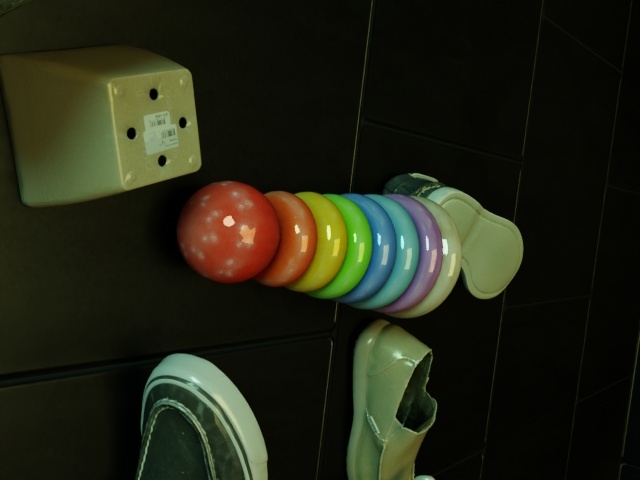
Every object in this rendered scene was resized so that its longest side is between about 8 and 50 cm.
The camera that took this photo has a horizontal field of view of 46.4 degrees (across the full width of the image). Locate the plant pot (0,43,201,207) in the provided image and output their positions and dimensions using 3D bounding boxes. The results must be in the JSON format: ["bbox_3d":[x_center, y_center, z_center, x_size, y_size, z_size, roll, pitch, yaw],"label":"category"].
[{"bbox_3d":[-0.147,-0.083,0.534,0.109,0.096,0.109,-24,116,-49],"label":"plant pot"}]

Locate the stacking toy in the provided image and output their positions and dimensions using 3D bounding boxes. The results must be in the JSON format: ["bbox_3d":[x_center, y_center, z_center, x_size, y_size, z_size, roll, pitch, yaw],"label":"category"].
[{"bbox_3d":[0.000,0.000,0.739,0.330,0.141,0.141,11,89,-48],"label":"stacking toy"}]

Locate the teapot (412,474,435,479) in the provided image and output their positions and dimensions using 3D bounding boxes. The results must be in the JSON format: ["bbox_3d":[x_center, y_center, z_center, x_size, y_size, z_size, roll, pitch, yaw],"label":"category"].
[{"bbox_3d":[0.065,0.450,0.868,0.187,0.256,0.252,-137,-153,-85],"label":"teapot"}]

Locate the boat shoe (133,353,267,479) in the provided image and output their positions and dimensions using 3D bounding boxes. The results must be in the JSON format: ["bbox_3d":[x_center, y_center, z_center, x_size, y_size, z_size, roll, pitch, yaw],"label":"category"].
[{"bbox_3d":[-0.116,0.248,0.636,0.105,0.113,0.306,-43,140,-59],"label":"boat shoe"}]

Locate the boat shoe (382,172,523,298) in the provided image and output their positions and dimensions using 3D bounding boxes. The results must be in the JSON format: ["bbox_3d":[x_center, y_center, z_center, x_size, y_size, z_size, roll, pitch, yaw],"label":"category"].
[{"bbox_3d":[0.184,-0.009,1.001,0.114,0.091,0.302,-54,142,-3],"label":"boat shoe"}]

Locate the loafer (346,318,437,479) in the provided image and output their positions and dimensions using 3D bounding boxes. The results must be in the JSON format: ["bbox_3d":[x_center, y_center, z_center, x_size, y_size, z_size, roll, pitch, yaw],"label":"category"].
[{"bbox_3d":[0.093,0.233,0.931,0.102,0.092,0.268,-25,117,-48],"label":"loafer"}]

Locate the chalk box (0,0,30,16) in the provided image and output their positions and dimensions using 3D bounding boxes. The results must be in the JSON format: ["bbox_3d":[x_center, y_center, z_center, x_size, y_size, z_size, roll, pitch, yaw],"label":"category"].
[{"bbox_3d":[-0.162,-0.252,0.411,0.289,0.179,0.180,-48,132,-38],"label":"chalk box"}]
